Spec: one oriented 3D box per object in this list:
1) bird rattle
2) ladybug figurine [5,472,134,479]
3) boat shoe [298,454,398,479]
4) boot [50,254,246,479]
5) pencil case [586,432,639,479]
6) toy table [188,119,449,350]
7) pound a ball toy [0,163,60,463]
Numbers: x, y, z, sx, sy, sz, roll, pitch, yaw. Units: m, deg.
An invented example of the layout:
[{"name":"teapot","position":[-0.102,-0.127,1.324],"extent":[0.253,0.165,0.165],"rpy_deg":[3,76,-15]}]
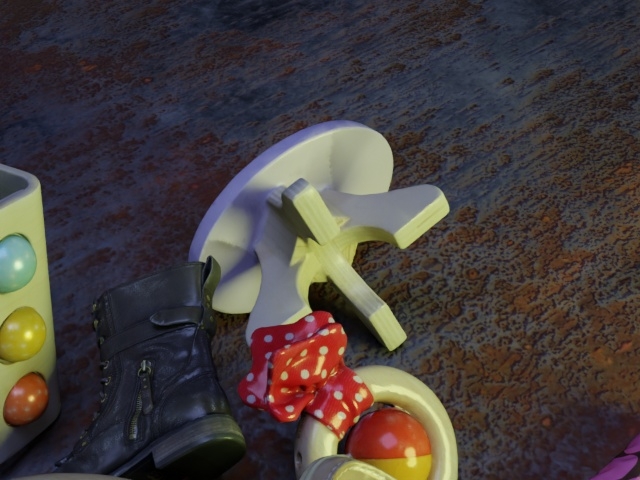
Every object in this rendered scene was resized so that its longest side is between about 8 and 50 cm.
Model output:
[{"name":"bird rattle","position":[0.029,0.189,0.793],"extent":[0.207,0.143,0.253],"rpy_deg":[4,65,-30]},{"name":"ladybug figurine","position":[-0.140,0.352,0.631],"extent":[0.449,0.162,0.305],"rpy_deg":[25,52,25]},{"name":"boat shoe","position":[0.111,0.264,0.651],"extent":[0.302,0.098,0.109],"rpy_deg":[44,48,-5]},{"name":"boot","position":[-0.195,0.148,0.852],"extent":[0.263,0.091,0.229],"rpy_deg":[-25,52,3]},{"name":"pencil case","position":[0.298,0.220,0.793],"extent":[0.209,0.098,0.095],"rpy_deg":[-32,51,-28]},{"name":"toy table","position":[0.000,0.000,0.944],"extent":[0.274,0.252,0.161],"rpy_deg":[-48,41,-1]},{"name":"pound a ball toy","position":[-0.340,0.112,0.810],"extent":[0.135,0.319,0.208],"rpy_deg":[18,32,21]}]
